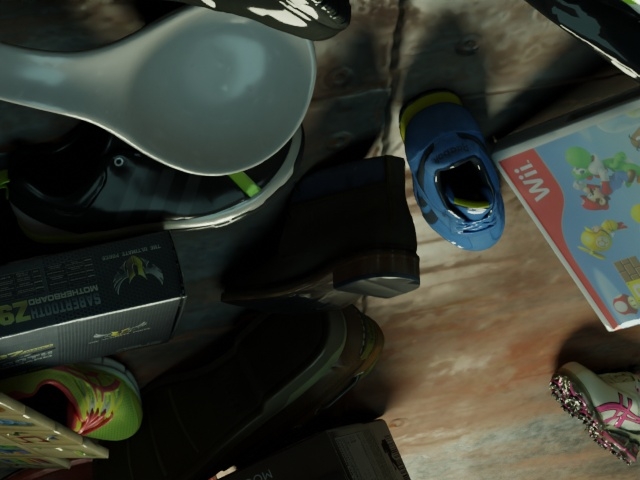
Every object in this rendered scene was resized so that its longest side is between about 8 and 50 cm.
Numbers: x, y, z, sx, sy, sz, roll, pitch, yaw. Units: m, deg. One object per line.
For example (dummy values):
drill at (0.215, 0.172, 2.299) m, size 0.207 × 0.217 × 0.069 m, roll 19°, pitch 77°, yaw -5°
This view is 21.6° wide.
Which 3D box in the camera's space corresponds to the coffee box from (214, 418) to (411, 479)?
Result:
coffee box at (-0.016, 0.256, 1.567) m, size 0.168 × 0.118 × 0.297 m, roll -25°, pitch 172°, yaw 9°

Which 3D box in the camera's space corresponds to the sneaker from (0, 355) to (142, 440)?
sneaker at (-0.222, 0.141, 1.446) m, size 0.081 × 0.094 × 0.208 m, roll -31°, pitch 143°, yaw 16°

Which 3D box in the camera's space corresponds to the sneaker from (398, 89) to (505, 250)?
sneaker at (0.116, -0.034, 1.381) m, size 0.069 × 0.082 × 0.209 m, roll -23°, pitch 146°, yaw 3°

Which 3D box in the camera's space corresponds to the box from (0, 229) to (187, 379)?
box at (-0.224, 0.061, 1.281) m, size 0.233 × 0.059 × 0.183 m, roll -13°, pitch 168°, yaw -12°

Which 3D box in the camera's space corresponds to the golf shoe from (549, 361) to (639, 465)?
golf shoe at (0.299, 0.162, 1.748) m, size 0.086 × 0.067 × 0.186 m, roll -52°, pitch 139°, yaw -4°

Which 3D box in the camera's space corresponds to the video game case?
video game case at (0.304, -0.040, 1.339) m, size 0.285 × 0.025 × 0.204 m, roll -20°, pitch 116°, yaw 38°

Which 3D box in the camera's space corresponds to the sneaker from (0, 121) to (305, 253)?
sneaker at (-0.126, -0.055, 1.239) m, size 0.235 × 0.084 × 0.097 m, roll -19°, pitch 143°, yaw 0°

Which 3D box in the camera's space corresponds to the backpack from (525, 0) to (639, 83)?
backpack at (0.301, -0.249, 1.068) m, size 0.290 × 0.273 × 0.355 m, roll 27°, pitch 113°, yaw -37°

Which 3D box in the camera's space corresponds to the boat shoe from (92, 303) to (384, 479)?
boat shoe at (-0.072, 0.160, 1.525) m, size 0.307 × 0.110 × 0.104 m, roll -33°, pitch 146°, yaw 26°

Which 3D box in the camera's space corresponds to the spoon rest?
spoon rest at (-0.127, -0.113, 1.148) m, size 0.276 × 0.084 × 0.137 m, roll 3°, pitch 113°, yaw -25°

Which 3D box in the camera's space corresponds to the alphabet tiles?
alphabet tiles at (-0.342, 0.145, 1.334) m, size 0.285 × 0.011 × 0.342 m, roll -1°, pitch 162°, yaw 15°

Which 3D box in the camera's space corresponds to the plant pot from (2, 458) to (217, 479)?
plant pot at (-0.199, 0.383, 1.631) m, size 0.272 × 0.265 × 0.272 m, roll -13°, pitch 144°, yaw -9°

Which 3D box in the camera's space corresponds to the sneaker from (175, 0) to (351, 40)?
sneaker at (-0.097, -0.201, 1.063) m, size 0.130 × 0.109 × 0.286 m, roll -31°, pitch 137°, yaw 32°

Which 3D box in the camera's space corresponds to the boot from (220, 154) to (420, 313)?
boot at (0.000, 0.000, 1.391) m, size 0.082 × 0.106 × 0.219 m, roll 14°, pitch 161°, yaw -43°
